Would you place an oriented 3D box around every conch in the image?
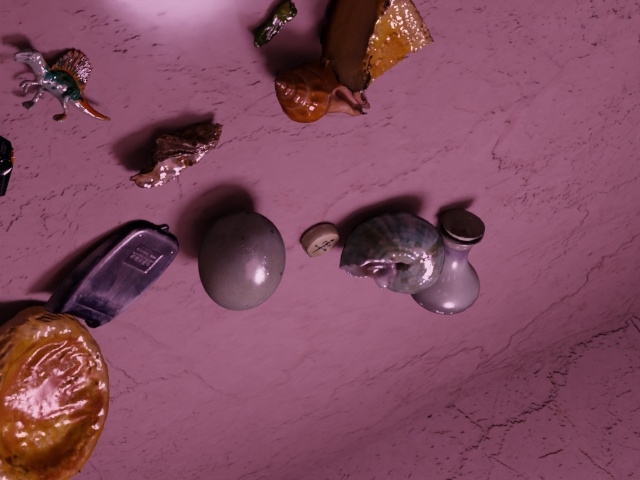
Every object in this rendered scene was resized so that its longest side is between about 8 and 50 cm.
[{"bbox_3d":[0.171,0.032,2.060,0.220,0.195,0.277,-26,176,18],"label":"conch"},{"bbox_3d":[0.003,-0.250,1.545,0.109,0.093,0.330,-57,163,18],"label":"conch"}]

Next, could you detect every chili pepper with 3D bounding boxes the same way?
[{"bbox_3d":[-0.069,-0.331,1.402,0.091,0.034,0.030,-40,116,22],"label":"chili pepper"}]

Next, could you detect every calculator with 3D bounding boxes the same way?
[{"bbox_3d":[-0.382,0.063,1.735,0.268,0.040,0.177,-46,148,7],"label":"calculator"}]

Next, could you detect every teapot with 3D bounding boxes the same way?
[{"bbox_3d":[0.314,0.050,2.217,0.183,0.183,0.251,-13,136,-26],"label":"teapot"}]

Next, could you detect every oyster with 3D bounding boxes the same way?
[{"bbox_3d":[-0.238,-0.143,1.526,0.177,0.056,0.105,-32,163,8],"label":"oyster"}]

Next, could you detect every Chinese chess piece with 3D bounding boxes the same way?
[{"bbox_3d":[0.000,0.000,1.984,0.084,0.034,0.084,-22,151,-13],"label":"Chinese chess piece"}]

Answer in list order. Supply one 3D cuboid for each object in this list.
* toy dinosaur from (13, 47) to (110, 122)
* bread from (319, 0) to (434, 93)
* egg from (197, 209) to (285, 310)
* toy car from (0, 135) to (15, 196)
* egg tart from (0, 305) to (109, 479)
[{"bbox_3d":[-0.362,-0.223,1.310,0.187,0.044,0.106,4,123,-43],"label":"toy dinosaur"},{"bbox_3d":[0.066,-0.323,1.410,0.160,0.140,0.169,-42,146,3],"label":"bread"},{"bbox_3d":[-0.152,0.039,1.773,0.169,0.169,0.236,-14,144,-24],"label":"egg"},{"bbox_3d":[-0.572,-0.095,1.251,0.301,0.118,0.193,-10,155,-32],"label":"toy car"},{"bbox_3d":[-0.569,0.311,1.758,0.169,0.388,0.388,8,166,28],"label":"egg tart"}]
